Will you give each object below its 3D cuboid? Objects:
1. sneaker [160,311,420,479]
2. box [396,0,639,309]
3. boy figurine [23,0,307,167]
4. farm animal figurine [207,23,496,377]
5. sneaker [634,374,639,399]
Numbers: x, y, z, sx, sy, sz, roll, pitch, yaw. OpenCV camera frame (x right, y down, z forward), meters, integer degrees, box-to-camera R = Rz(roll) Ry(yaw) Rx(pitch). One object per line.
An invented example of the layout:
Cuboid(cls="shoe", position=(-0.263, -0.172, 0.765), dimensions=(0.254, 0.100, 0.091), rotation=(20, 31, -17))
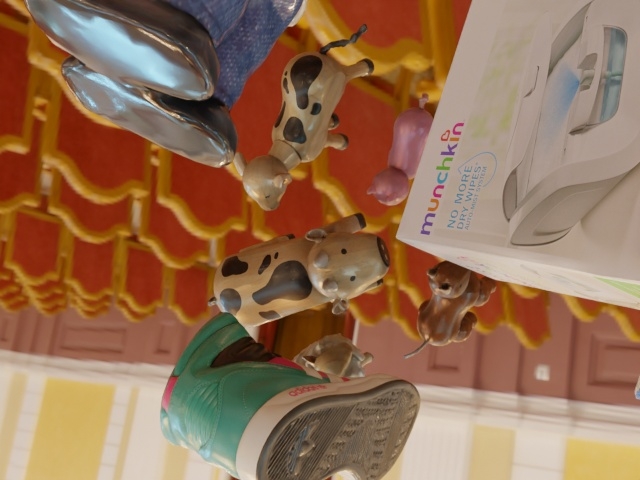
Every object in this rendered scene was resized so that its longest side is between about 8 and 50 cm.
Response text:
Cuboid(cls="sneaker", position=(-0.038, 0.144, 0.789), dimensions=(0.178, 0.123, 0.295), rotation=(23, -179, 29))
Cuboid(cls="box", position=(0.203, -0.093, 0.612), dimensions=(0.127, 0.261, 0.231), rotation=(21, 176, -34))
Cuboid(cls="boy figurine", position=(-0.006, -0.177, 0.378), dimensions=(0.092, 0.285, 0.177), rotation=(24, 163, 12))
Cuboid(cls="farm animal figurine", position=(0.000, 0.000, 0.913), dimensions=(0.327, 0.330, 0.172), rotation=(-37, 170, 32))
Cuboid(cls="sneaker", position=(0.343, 0.072, 0.663), dimensions=(0.130, 0.236, 0.323), rotation=(42, -177, 23))
